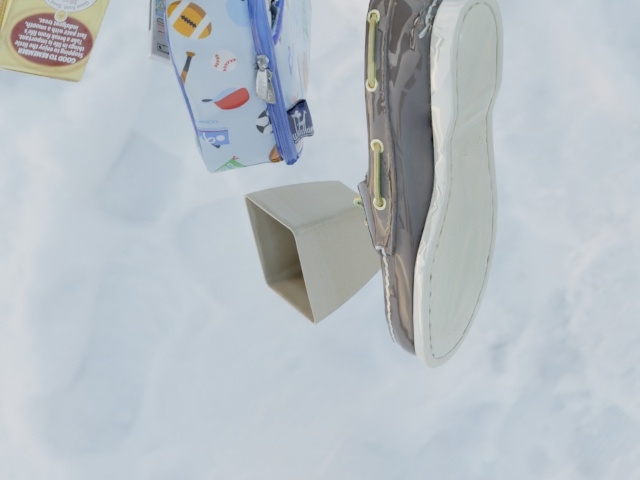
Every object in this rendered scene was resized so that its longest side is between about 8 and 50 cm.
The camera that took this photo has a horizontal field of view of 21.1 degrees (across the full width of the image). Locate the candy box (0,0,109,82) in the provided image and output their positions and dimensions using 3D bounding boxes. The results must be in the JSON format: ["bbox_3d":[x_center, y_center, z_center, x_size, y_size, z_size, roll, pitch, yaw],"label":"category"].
[{"bbox_3d":[-0.209,-0.309,1.378,0.183,0.087,0.316,47,120,48],"label":"candy box"}]

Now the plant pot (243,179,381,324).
[{"bbox_3d":[0.000,0.000,1.687,0.109,0.096,0.109,36,144,53],"label":"plant pot"}]

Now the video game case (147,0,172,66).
[{"bbox_3d":[-0.134,-0.222,1.747,0.011,0.087,0.122,-40,42,46],"label":"video game case"}]

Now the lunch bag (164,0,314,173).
[{"bbox_3d":[-0.074,-0.223,1.576,0.115,0.303,0.243,-5,139,4],"label":"lunch bag"}]

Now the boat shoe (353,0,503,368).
[{"bbox_3d":[0.082,-0.054,1.415,0.097,0.116,0.324,15,117,30],"label":"boat shoe"}]
